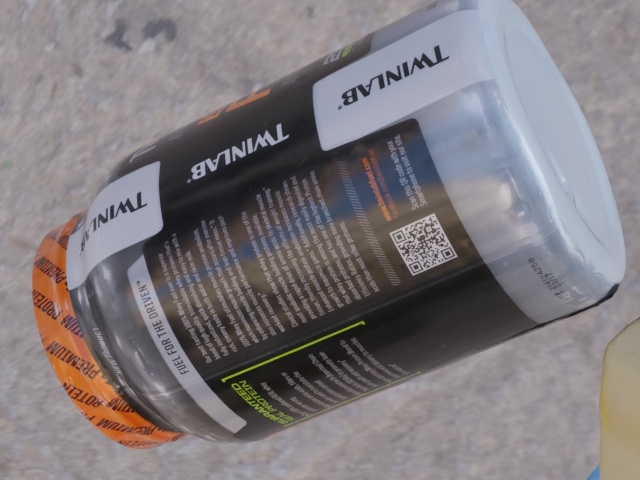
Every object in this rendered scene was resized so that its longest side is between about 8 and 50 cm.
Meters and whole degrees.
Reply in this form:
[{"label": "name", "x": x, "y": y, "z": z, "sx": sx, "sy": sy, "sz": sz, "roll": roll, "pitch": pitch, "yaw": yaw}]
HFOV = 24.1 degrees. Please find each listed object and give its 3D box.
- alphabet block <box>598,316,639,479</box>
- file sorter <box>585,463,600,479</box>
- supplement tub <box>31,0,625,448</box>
[{"label": "alphabet block", "x": 0.188, "y": 0.113, "z": 0.302, "sx": 0.193, "sy": 0.197, "sz": 0.192, "roll": -12, "pitch": 113, "yaw": -21}, {"label": "file sorter", "x": 0.187, "y": 0.144, "z": 0.733, "sx": 0.118, "sy": 0.170, "sz": 0.104, "roll": 38, "pitch": 28, "yaw": 13}, {"label": "supplement tub", "x": 0.000, "y": 0.000, "z": 0.531, "sx": 0.190, "sy": 0.117, "sz": 0.117, "roll": -24, "pitch": 90, "yaw": 20}]
